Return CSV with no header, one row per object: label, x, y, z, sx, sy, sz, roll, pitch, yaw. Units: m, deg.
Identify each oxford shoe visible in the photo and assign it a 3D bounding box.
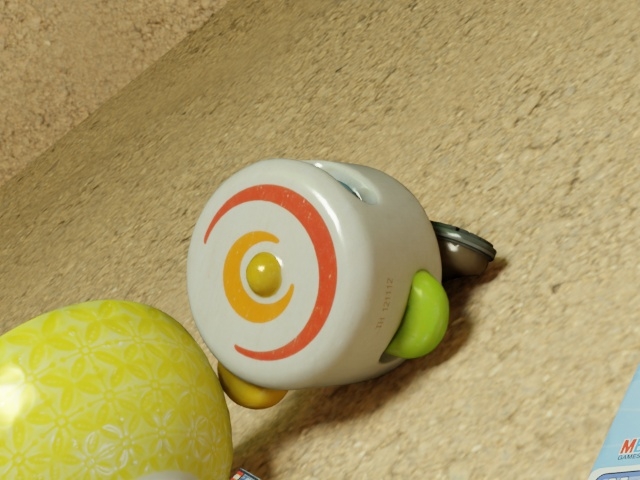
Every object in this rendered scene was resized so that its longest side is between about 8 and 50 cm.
oxford shoe,0.064,0.038,1.338,0.227,0.083,0.096,-13,57,47

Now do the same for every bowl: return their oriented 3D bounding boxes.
bowl,-0.171,0.206,1.182,0.289,0.289,0.156,-44,51,-8

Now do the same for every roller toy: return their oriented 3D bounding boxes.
roller toy,-0.012,0.029,1.252,0.209,0.191,0.146,-25,-15,33

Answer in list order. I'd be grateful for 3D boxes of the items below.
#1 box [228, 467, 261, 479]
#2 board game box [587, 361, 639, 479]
box,-0.001,0.213,0.991,0.027,0.137,0.094,-47,22,-14
board game box,0.311,0.078,0.799,0.308,0.086,0.302,-16,31,47
